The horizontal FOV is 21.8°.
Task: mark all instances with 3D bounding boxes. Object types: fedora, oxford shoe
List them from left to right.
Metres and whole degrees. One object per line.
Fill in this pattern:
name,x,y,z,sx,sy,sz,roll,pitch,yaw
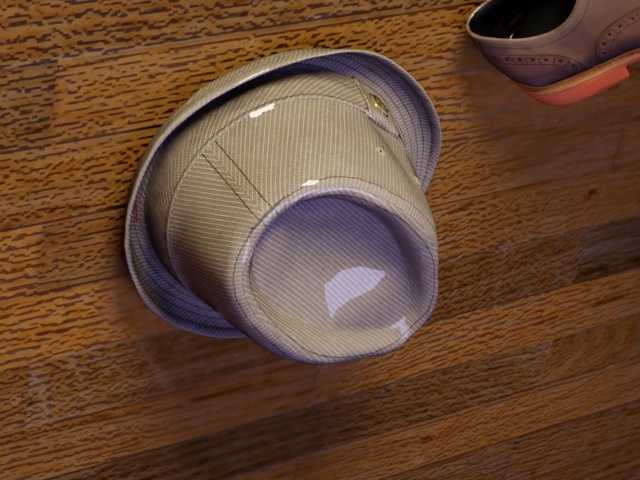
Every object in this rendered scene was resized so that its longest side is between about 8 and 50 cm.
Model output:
fedora,0.000,0.000,1.127,0.243,0.124,0.275,-40,141,2
oxford shoe,0.219,-0.178,1.092,0.271,0.097,0.098,-32,142,32
